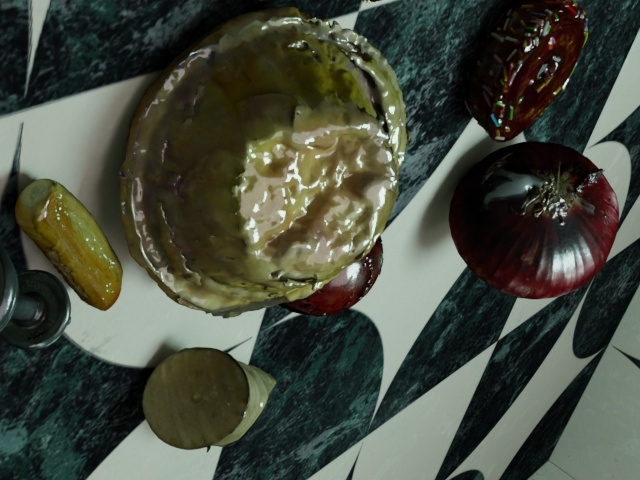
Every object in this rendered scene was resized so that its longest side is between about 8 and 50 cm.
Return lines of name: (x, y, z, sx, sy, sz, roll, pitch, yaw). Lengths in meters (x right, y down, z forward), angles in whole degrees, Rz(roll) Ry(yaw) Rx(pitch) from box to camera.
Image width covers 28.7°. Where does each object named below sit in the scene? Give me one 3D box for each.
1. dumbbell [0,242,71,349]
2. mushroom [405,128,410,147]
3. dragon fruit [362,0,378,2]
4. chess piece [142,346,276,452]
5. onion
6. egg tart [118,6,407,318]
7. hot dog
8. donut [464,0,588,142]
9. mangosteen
dumbbell: (-0.288, 0.056, 1.142, 0.110, 0.110, 0.254, -55, 162, 0)
mushroom: (0.056, -0.130, 1.558, 0.126, 0.085, 0.109, -43, -171, -30)
dragon fruit: (0.089, -0.311, 1.372, 0.106, 0.083, 0.162, -27, -164, -7)
chess piece: (-0.127, 0.210, 1.645, 0.137, 0.137, 0.301, -55, 167, -1)
onion: (0.332, -0.023, 2.020, 0.273, 0.273, 0.285, -44, 174, -24)
egg tart: (-0.035, -0.063, 1.286, 0.352, 0.150, 0.352, -16, 120, -30)
hot dog: (-0.242, 0.002, 1.215, 0.066, 0.047, 0.215, -63, 159, -18)
donut: (0.297, -0.258, 1.831, 0.235, 0.089, 0.235, -41, 153, -26)
mangosteen: (0.000, 0.000, 1.534, 0.166, 0.166, 0.180, -18, 127, -54)
